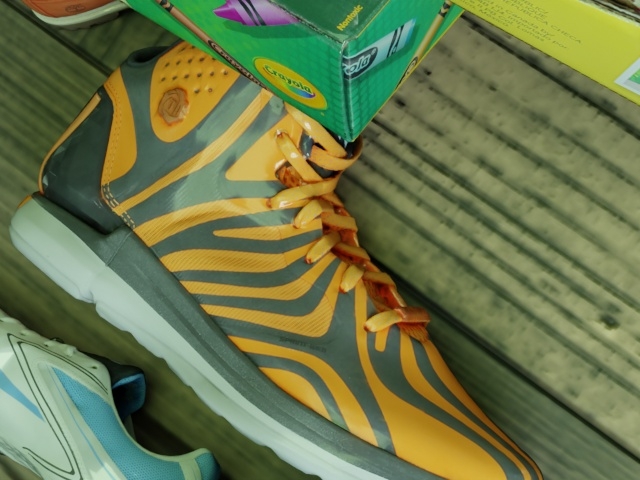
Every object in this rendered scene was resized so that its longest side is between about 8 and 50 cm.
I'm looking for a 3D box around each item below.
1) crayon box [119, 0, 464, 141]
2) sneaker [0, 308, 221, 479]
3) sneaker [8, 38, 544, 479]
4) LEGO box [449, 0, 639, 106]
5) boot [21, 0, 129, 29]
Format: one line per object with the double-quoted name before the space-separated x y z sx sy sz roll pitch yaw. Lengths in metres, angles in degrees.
"crayon box" 0.029 -0.200 0.703 0.165 0.081 0.278 32 68 19
"sneaker" -0.151 0.080 0.782 0.237 0.085 0.086 38 68 22
"sneaker" 0.000 0.000 0.714 0.321 0.124 0.180 34 94 19
"LEGO box" 0.127 -0.282 0.546 0.500 0.193 0.372 28 80 -8
"boot" -0.102 -0.165 0.793 0.158 0.084 0.059 -20 75 12
